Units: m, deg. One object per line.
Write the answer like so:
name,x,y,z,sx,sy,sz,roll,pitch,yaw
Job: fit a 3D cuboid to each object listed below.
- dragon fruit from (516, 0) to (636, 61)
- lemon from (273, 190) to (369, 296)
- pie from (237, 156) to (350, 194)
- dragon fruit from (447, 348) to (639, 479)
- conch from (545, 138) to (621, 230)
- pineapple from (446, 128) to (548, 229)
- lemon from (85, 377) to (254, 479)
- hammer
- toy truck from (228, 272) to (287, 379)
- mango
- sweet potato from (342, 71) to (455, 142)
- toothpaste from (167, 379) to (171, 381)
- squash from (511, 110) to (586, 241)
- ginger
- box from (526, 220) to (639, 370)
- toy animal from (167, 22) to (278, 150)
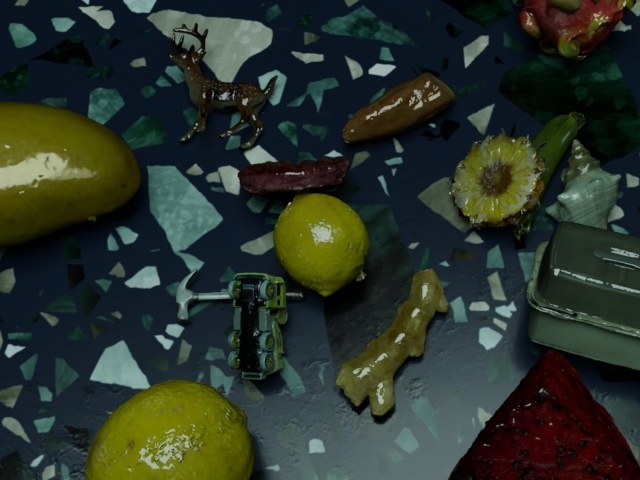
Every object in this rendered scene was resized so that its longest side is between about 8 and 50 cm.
dragon fruit,0.496,-0.511,2.153,0.227,0.243,0.307,-34,25,13
lemon,0.000,0.000,1.966,0.173,0.173,0.206,-27,70,-7
pie,-0.052,-0.125,2.033,0.218,0.204,0.054,-3,100,15
dragon fruit,0.410,0.396,1.792,0.329,0.228,0.286,38,105,0
conch,0.491,-0.077,1.995,0.137,0.114,0.234,6,70,23
pineapple,0.344,-0.114,2.011,0.221,0.047,0.221,-17,61,34
lemon,-0.254,0.373,1.767,0.310,0.258,0.258,-37,67,-12
hammer,-0.152,0.100,2.015,0.246,0.029,0.103,-4,65,2
toy truck,-0.104,0.156,1.932,0.085,0.116,0.191,-3,85,29
mango,-0.572,-0.129,2.059,0.445,0.220,0.301,1,62,2
sweet potato,0.154,-0.264,2.121,0.251,0.097,0.097,-24,65,-8
toothpaste,-0.321,0.309,1.934,0.140,0.021,0.037,-37,66,-14
squash,0.424,-0.141,2.051,0.071,0.080,0.318,3,55,51
ginger,0.139,0.175,1.930,0.118,0.065,0.299,31,72,4
box,0.508,0.096,1.845,0.290,0.166,0.220,14,37,11
toy animal,-0.219,-0.315,2.201,0.243,0.087,0.260,13,64,-3
